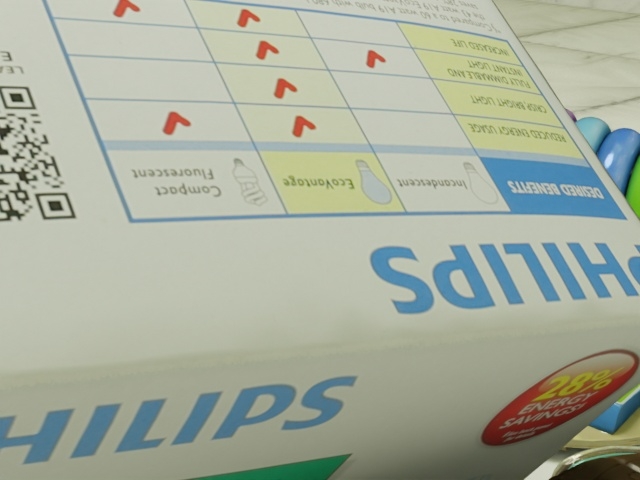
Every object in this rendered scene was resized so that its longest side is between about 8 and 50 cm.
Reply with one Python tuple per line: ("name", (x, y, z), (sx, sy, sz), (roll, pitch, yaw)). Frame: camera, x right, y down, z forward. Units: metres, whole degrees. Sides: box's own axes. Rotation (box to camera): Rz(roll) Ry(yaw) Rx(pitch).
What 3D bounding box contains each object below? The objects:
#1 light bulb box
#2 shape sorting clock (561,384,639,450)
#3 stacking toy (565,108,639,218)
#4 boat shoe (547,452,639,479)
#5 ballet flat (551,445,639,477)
("light bulb box", (-0.091, -0.034, 0.539), (0.358, 0.225, 0.361), (-2, 53, -35))
("shape sorting clock", (0.175, 0.090, 0.836), (0.206, 0.040, 0.206), (3, 22, -1))
("stacking toy", (0.324, -0.043, 1.105), (0.330, 0.141, 0.141), (14, 23, 23))
("boat shoe", (0.131, 0.169, 0.510), (0.341, 0.110, 0.122), (0, 12, -24))
("ballet flat", (0.213, 0.149, 0.675), (0.168, 0.057, 0.052), (3, -9, -2))
